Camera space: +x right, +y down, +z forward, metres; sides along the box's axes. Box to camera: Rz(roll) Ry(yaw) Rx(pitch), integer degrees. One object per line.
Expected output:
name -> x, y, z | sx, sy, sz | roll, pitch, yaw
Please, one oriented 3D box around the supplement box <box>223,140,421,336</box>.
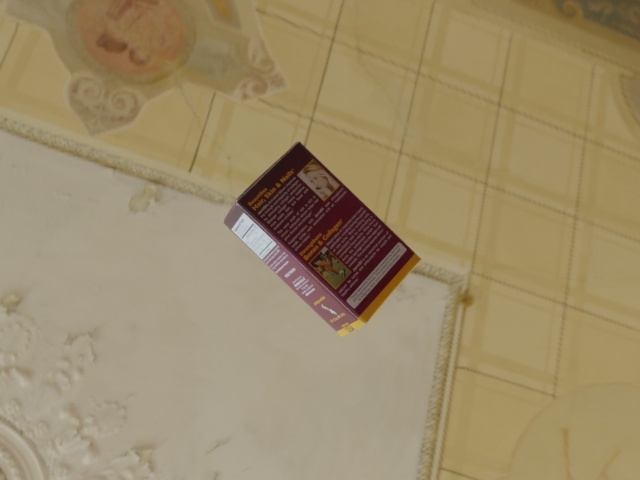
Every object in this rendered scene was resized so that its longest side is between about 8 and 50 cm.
supplement box -> 0.000, 0.000, 0.969 | 0.188, 0.081, 0.104 | 44, -114, -1
